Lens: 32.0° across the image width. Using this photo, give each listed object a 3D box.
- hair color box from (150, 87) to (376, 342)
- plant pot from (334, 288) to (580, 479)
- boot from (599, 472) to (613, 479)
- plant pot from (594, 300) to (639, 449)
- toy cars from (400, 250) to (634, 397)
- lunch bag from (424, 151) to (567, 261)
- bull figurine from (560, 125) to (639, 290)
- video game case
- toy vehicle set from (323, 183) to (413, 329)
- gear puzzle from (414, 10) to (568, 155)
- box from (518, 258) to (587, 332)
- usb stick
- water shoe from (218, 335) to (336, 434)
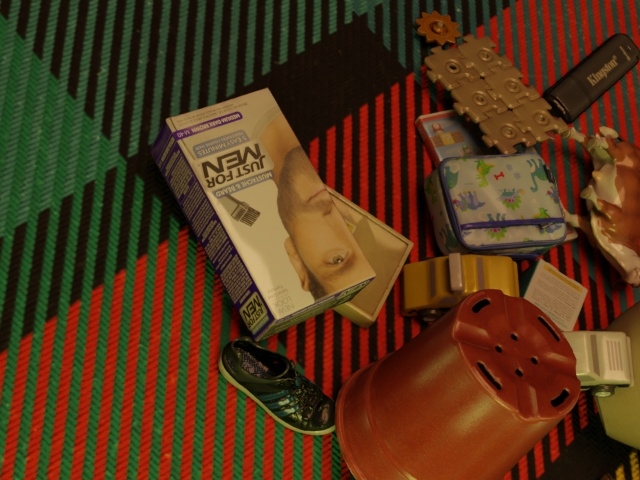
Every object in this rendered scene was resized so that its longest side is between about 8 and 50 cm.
[{"bbox_3d":[-0.087,-0.042,1.642,0.185,0.110,0.338,-23,77,-31],"label":"hair color box"},{"bbox_3d":[0.201,0.220,1.547,0.272,0.265,0.272,19,46,-21],"label":"plant pot"},{"bbox_3d":[0.394,0.397,1.717,0.114,0.037,0.106,16,58,-10],"label":"boot"},{"bbox_3d":[0.523,0.219,1.747,0.191,0.284,0.284,-15,67,10],"label":"plant pot"},{"bbox_3d":[0.288,0.118,1.684,0.394,0.087,0.176,36,77,25],"label":"toy cars"},{"bbox_3d":[0.289,-0.051,1.831,0.219,0.090,0.176,-2,69,-23],"label":"lunch bag"},{"bbox_3d":[0.499,-0.062,1.935,0.188,0.101,0.310,32,50,-30],"label":"bull figurine"},{"bbox_3d":[0.304,-0.106,1.930,0.204,0.025,0.285,-14,71,-28],"label":"video game case"},{"bbox_3d":[0.000,0.000,1.743,0.267,0.035,0.166,34,57,-4],"label":"toy vehicle set"},{"bbox_3d":[0.271,-0.280,1.973,0.175,0.044,0.339,-24,66,-30],"label":"gear puzzle"},{"bbox_3d":[0.341,0.154,1.796,0.100,0.060,0.244,33,57,-4],"label":"box"},{"bbox_3d":[0.513,-0.307,2.105,0.077,0.045,0.278,47,57,5],"label":"usb stick"},{"bbox_3d":[-0.053,0.210,1.590,0.203,0.080,0.073,30,58,-7],"label":"water shoe"}]
